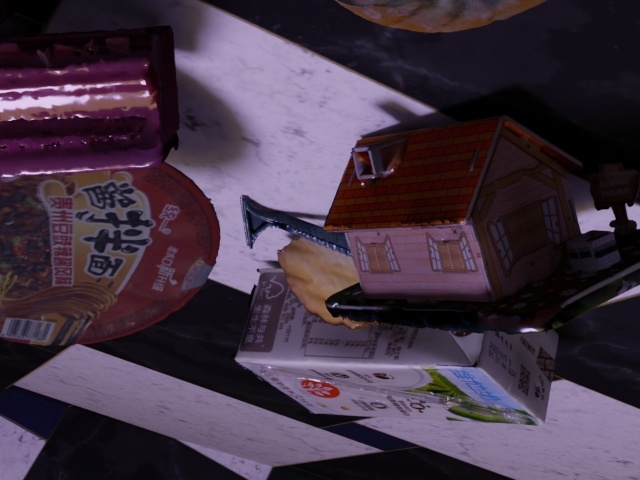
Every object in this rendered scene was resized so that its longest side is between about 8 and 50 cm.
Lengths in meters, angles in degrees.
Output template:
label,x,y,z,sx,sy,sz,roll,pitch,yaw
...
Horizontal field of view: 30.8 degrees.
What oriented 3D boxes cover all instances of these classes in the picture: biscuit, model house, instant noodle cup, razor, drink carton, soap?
label,x,y,z,sx,sy,sz,roll,pitch,yaw
biscuit,0.038,0.036,1.255,0.183,0.118,0.061,-9,-168,40
model house,0.132,-0.031,0.973,0.207,0.154,0.294,-23,-168,-31
instant noodle cup,-0.229,-0.017,1.057,0.273,0.091,0.274,-9,139,-7
razor,0.003,-0.003,1.207,0.190,0.033,0.066,16,132,28
drink carton,0.087,0.121,1.359,0.324,0.132,0.194,-1,154,34
soap,-0.234,-0.111,0.872,0.249,0.099,0.162,-3,-162,0

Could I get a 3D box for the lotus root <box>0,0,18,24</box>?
label,x,y,z,sx,sy,sz,roll,pitch,yaw
lotus root,-0.320,-0.214,0.775,0.145,0.129,0.260,-19,143,41

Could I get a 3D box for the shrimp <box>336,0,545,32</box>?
label,x,y,z,sx,sy,sz,roll,pitch,yaw
shrimp,0.057,-0.202,0.656,0.169,0.058,0.296,-3,157,18
